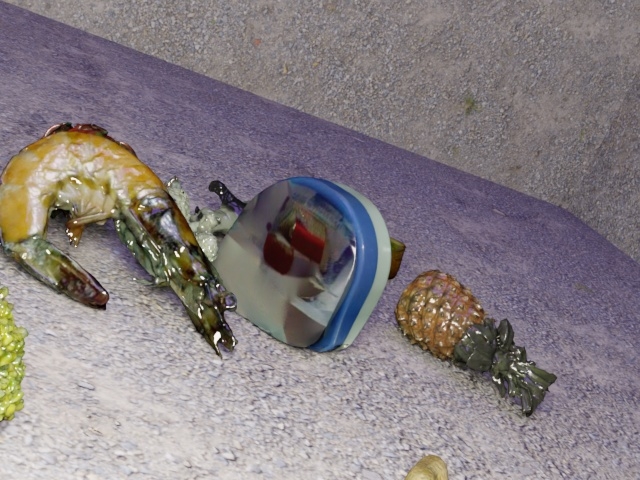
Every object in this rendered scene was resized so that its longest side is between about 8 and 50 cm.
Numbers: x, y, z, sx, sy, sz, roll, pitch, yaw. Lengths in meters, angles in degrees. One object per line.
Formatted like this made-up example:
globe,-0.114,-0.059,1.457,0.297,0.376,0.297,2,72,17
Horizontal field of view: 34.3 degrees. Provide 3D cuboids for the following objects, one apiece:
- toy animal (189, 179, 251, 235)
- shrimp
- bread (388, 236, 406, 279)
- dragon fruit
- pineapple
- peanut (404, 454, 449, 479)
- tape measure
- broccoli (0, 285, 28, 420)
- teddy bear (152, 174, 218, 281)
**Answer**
toy animal,-0.161,-0.043,1.996,0.225,0.094,0.121,9,31,-47
shrimp,-0.291,0.013,1.503,0.445,0.085,0.272,46,49,12
bread,0.069,0.005,2.203,0.236,0.070,0.236,22,14,-6
dragon fruit,-0.391,-0.111,1.722,0.188,0.182,0.182,44,23,25
pineapple,0.269,0.184,1.820,0.310,0.141,0.170,41,17,26
peanut,0.136,0.312,1.337,0.054,0.054,0.113,28,19,13
tape measure,-0.019,0.027,1.686,0.259,0.262,0.138,34,8,29
broccoli,-0.408,0.087,1.016,0.242,0.180,0.273,32,17,22
teddy bear,-0.231,-0.007,1.703,0.133,0.111,0.213,-21,48,-5
